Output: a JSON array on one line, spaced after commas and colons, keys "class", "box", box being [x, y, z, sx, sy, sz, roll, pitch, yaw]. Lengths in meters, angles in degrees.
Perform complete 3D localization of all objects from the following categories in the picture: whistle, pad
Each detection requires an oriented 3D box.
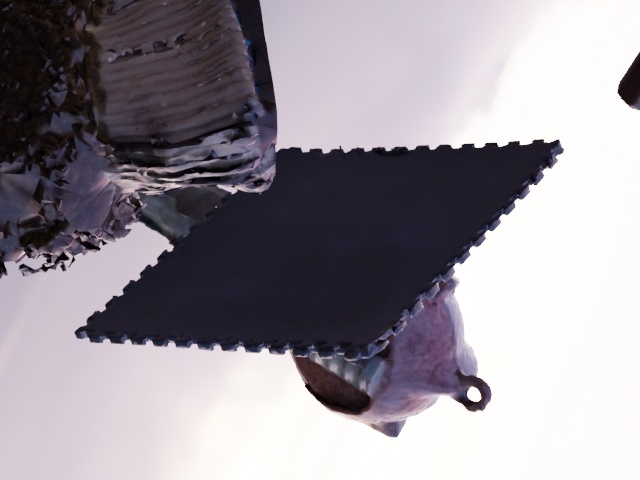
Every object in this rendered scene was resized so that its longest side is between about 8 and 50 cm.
[{"class": "whistle", "box": [-0.007, 0.040, 1.554, 0.134, 0.346, 0.142, -42, 152, -34]}, {"class": "pad", "box": [0.000, 0.000, 1.350, 0.270, 0.012, 0.269, 1, -147, 41]}]

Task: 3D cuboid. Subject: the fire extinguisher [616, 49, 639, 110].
[{"class": "fire extinguisher", "box": [0.227, -0.152, 1.183, 0.049, 0.035, 0.173, -73, -171, -47]}]

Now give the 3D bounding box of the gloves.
[{"class": "gloves", "box": [-0.176, -0.074, 1.071, 0.135, 0.312, 0.210, 54, 18, -67]}]
